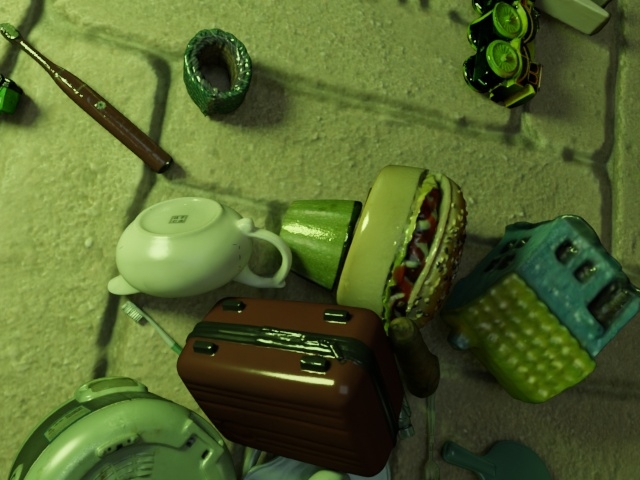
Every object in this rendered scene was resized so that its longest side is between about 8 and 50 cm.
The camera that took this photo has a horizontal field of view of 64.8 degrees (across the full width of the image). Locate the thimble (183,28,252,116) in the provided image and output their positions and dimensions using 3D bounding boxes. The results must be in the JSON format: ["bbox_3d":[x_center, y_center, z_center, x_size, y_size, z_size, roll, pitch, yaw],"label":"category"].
[{"bbox_3d":[-0.187,-0.304,0.917,0.118,0.090,0.135,-18,86,-16],"label":"thimble"}]

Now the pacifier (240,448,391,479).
[{"bbox_3d":[-0.016,0.391,0.788,0.279,0.207,0.227,-38,80,-18],"label":"pacifier"}]

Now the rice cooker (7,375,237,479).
[{"bbox_3d":[-0.278,0.341,0.690,0.288,0.277,0.289,5,80,-32],"label":"rice cooker"}]

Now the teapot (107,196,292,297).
[{"bbox_3d":[-0.196,0.023,0.810,0.299,0.208,0.166,7,109,-1],"label":"teapot"}]

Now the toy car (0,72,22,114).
[{"bbox_3d":[-0.582,-0.251,0.817,0.165,0.071,0.063,10,92,-13],"label":"toy car"}]

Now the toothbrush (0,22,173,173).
[{"bbox_3d":[-0.406,-0.248,0.878,0.364,0.041,0.041,42,73,-5],"label":"toothbrush"}]

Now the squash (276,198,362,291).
[{"bbox_3d":[0.000,0.000,0.889,0.122,0.170,0.170,14,77,8],"label":"squash"}]

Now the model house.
[{"bbox_3d":[0.383,0.133,0.941,0.303,0.215,0.237,-42,93,-12],"label":"model house"}]

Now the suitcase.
[{"bbox_3d":[-0.037,0.207,0.742,0.161,0.297,0.236,-61,143,-43],"label":"suitcase"}]

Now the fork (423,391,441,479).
[{"bbox_3d":[0.211,0.367,0.943,0.034,0.028,0.220,9,79,-10],"label":"fork"}]

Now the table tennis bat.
[{"bbox_3d":[0.335,0.442,0.949,0.237,0.038,0.149,25,58,-5],"label":"table tennis bat"}]

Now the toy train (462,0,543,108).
[{"bbox_3d":[0.404,-0.441,1.096,0.160,0.100,0.296,16,76,-19],"label":"toy train"}]

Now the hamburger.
[{"bbox_3d":[0.140,0.019,0.849,0.176,0.300,0.300,18,76,6],"label":"hamburger"}]

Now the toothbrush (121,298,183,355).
[{"bbox_3d":[-0.236,0.192,0.859,0.257,0.018,0.024,42,76,-5],"label":"toothbrush"}]

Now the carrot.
[{"bbox_3d":[0.156,0.195,0.816,0.070,0.342,0.070,-7,59,13],"label":"carrot"}]

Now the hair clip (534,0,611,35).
[{"bbox_3d":[0.508,-0.585,1.154,0.330,0.085,0.101,24,73,-3],"label":"hair clip"}]

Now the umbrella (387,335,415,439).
[{"bbox_3d":[0.130,0.271,0.932,0.050,0.046,0.188,-15,86,7],"label":"umbrella"}]
